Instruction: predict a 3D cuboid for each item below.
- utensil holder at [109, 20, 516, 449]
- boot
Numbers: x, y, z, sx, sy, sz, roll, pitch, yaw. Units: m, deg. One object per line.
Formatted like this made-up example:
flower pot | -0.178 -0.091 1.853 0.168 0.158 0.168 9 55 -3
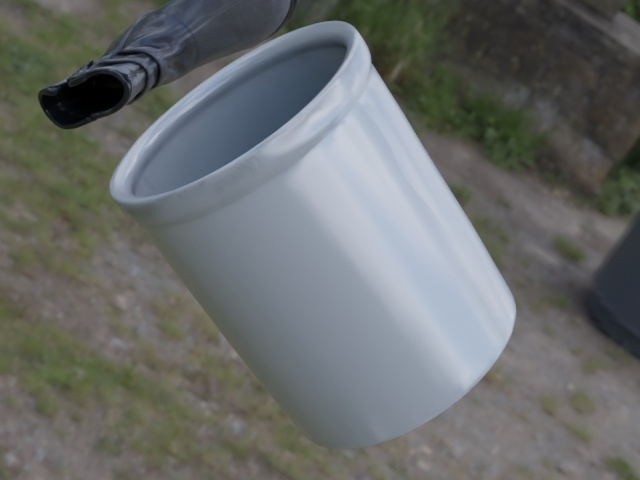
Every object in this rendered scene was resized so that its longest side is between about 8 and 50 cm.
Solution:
utensil holder | 0.000 0.000 1.787 0.385 0.328 0.327 56 14 -23
boot | -0.193 -0.240 1.988 0.118 0.338 0.223 55 42 -9
